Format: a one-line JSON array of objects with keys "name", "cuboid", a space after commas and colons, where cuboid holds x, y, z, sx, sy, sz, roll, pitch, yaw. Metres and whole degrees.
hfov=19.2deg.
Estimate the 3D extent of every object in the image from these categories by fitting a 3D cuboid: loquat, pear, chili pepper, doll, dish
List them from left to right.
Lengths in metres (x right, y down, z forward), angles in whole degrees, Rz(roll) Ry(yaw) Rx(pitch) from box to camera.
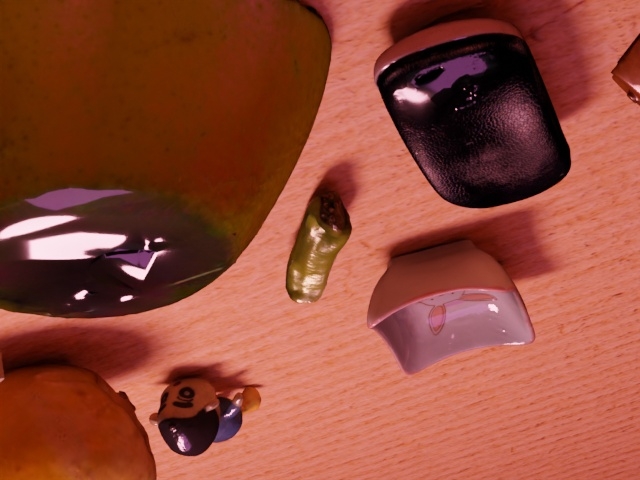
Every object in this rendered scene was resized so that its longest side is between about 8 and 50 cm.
[{"name": "loquat", "cuboid": [-0.298, 0.245, 2.000, 0.244, 0.244, 0.244, -9, 159, -4]}, {"name": "pear", "cuboid": [-0.173, -0.047, 1.390, 0.399, 0.165, 0.399, -9, 159, -4]}, {"name": "doll", "cuboid": [-0.136, 0.196, 2.172, 0.102, 0.089, 0.179, -19, -179, 21]}, {"name": "chili pepper", "cuboid": [0.000, 0.000, 1.759, 0.050, 0.052, 0.201, -35, 166, -22]}, {"name": "dish", "cuboid": [0.131, 0.063, 1.952, 0.151, 0.077, 0.212, -16, 159, 9]}]

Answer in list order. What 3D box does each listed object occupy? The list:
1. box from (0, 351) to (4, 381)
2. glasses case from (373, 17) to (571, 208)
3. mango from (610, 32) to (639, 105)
[{"name": "box", "cuboid": [-0.343, 0.112, 1.844, 0.035, 0.079, 0.083, 2, 154, -33]}, {"name": "glasses case", "cuboid": [0.129, -0.098, 1.533, 0.122, 0.075, 0.314, -17, 158, 11]}, {"name": "mango", "cuboid": [0.340, -0.160, 1.382, 0.236, 0.166, 0.136, -54, -179, 34]}]
